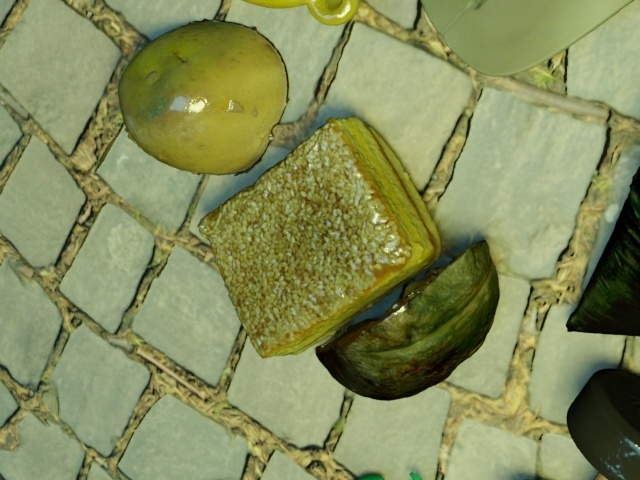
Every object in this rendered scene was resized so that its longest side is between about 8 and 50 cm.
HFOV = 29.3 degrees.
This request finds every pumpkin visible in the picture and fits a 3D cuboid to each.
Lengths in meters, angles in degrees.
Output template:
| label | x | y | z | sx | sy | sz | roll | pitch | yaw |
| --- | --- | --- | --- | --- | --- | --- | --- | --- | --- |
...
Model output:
| label | x | y | z | sx | sy | sz | roll | pitch | yaw |
| --- | --- | --- | --- | --- | --- | --- | --- | --- | --- |
| pumpkin | 0.082 | 0.119 | 1.294 | 0.278 | 0.163 | 0.111 | -36 | 85 | 31 |

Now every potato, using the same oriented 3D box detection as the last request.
| label | x | y | z | sx | sy | sz | roll | pitch | yaw |
| --- | --- | --- | --- | --- | --- | --- | --- | --- | --- |
| potato | -0.148 | -0.154 | 1.367 | 0.202 | 0.117 | 0.182 | 3 | 102 | 27 |

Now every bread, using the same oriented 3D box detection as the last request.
| label | x | y | z | sx | sy | sz | roll | pitch | yaw |
| --- | --- | --- | --- | --- | --- | --- | --- | --- | --- |
| bread | 0.000 | 0.000 | 1.334 | 0.234 | 0.110 | 0.184 | -35 | 77 | 32 |

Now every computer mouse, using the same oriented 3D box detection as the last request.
| label | x | y | z | sx | sy | sz | roll | pitch | yaw |
| --- | --- | --- | --- | --- | --- | --- | --- | --- | --- |
| computer mouse | 0.229 | -0.297 | 1.148 | 0.331 | 0.095 | 0.197 | -41 | 79 | 29 |

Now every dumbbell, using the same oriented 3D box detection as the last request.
| label | x | y | z | sx | sy | sz | roll | pitch | yaw |
| --- | --- | --- | --- | --- | --- | --- | --- | --- | --- |
| dumbbell | 0.283 | 0.255 | 1.233 | 0.152 | 0.152 | 0.218 | 36 | 117 | 14 |

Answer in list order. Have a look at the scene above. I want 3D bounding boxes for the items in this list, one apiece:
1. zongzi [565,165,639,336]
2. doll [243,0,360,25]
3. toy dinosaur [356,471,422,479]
| label | x | y | z | sx | sy | sz | roll | pitch | yaw |
| --- | --- | --- | --- | --- | --- | --- | --- | --- | --- |
| zongzi | 0.381 | 0.026 | 1.101 | 0.383 | 0.319 | 0.362 | 46 | 131 | 29 |
| doll | -0.102 | -0.443 | 1.246 | 0.423 | 0.161 | 0.348 | 24 | 97 | 11 |
| toy dinosaur | 0.078 | 0.309 | 1.412 | 0.096 | 0.059 | 0.132 | 54 | 128 | 11 |
